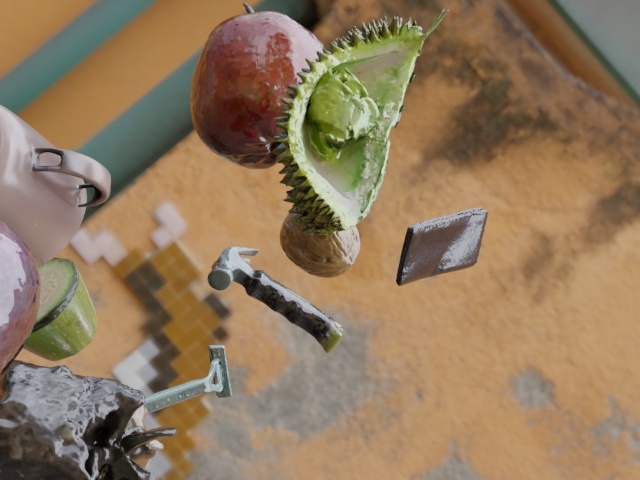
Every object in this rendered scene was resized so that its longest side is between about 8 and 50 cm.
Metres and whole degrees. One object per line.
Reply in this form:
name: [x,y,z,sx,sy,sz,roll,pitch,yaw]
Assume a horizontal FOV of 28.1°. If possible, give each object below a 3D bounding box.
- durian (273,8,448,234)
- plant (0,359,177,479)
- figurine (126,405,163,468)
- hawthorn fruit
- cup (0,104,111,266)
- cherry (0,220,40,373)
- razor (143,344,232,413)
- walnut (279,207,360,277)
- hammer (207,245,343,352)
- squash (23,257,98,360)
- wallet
durian: [0.037,-0.159,1.709,0.170,0.355,0.157,16,-22,17]
plant: [-0.346,0.290,1.771,0.276,0.199,0.188,23,46,-21]
figurine: [-0.391,0.380,2.190,0.177,0.247,0.173,15,-27,28]
hawthorn fruit: [-0.108,-0.280,2.182,0.254,0.254,0.300,59,12,-62]
cup: [-0.417,-0.082,1.730,0.200,0.253,0.191,57,33,-64]
cherry: [-0.375,0.056,1.215,0.213,0.266,0.184,18,8,-39]
razor: [-0.291,0.299,2.458,0.056,0.278,0.111,18,-59,50]
walnut: [0.000,0.000,1.749,0.124,0.105,0.105,38,-10,26]
hammer: [-0.065,0.089,1.975,0.226,0.041,0.159,34,18,-2]
squash: [-0.453,0.120,2.121,0.170,0.170,0.122,44,-13,47]
wallet: [0.232,0.011,2.440,0.025,0.124,0.244,26,26,36]
